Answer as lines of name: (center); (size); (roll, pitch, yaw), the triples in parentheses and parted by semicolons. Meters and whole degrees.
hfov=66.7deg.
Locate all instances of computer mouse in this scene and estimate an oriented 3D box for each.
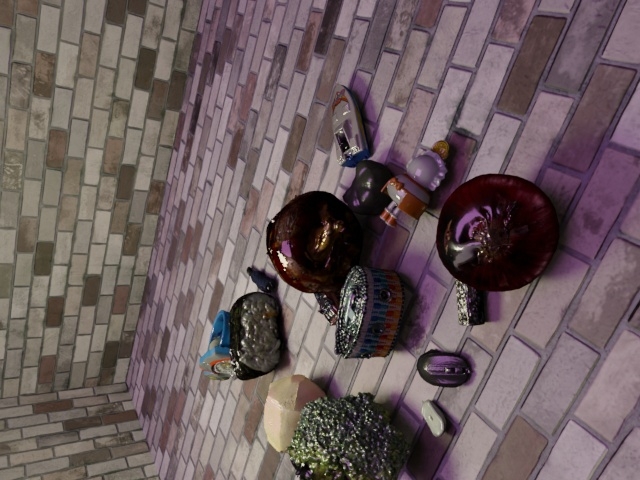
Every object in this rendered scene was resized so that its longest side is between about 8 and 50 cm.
computer mouse: (0.312, 0.481, 1.325); (0.055, 0.032, 0.110); (-66, 31, 24)
computer mouse: (0.319, 0.344, 1.301); (0.172, 0.057, 0.098); (-11, 77, 49)

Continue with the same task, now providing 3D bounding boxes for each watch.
watch: (-0.412, 0.471, 2.169); (0.305, 0.242, 0.274); (-50, 34, 42)

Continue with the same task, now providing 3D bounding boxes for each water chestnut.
water chestnut: (0.000, 0.000, 1.529); (0.347, 0.336, 0.334); (-20, 71, 56)

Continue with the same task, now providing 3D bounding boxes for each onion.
onion: (0.403, -0.023, 1.126); (0.274, 0.285, 0.272); (4, 104, 17)

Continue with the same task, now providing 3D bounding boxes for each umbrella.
umbrella: (-0.265, 0.169, 2.101); (0.248, 0.071, 0.070); (21, 104, 56)

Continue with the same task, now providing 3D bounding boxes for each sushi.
sushi: (-0.268, 0.382, 1.973); (0.171, 0.211, 0.349); (-39, 52, 50)

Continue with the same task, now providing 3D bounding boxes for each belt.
belt: (0.154, 0.225, 1.445); (0.207, 0.161, 0.294); (-152, 70, -71)

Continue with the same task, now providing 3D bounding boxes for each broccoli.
broccoli: (0.072, 0.600, 1.442); (0.317, 0.339, 0.277); (101, 178, -46)

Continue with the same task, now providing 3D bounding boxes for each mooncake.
mooncake: (0.146, -0.168, 1.538); (0.169, 0.104, 0.174); (1, 85, 59)

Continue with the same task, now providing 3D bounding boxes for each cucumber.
cucumber: (0.374, 0.070, 1.244); (0.068, 0.068, 0.293); (-15, 75, 52)

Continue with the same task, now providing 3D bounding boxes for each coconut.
coconut: (-0.091, 0.589, 1.694); (0.233, 0.233, 0.244); (10, 97, 53)

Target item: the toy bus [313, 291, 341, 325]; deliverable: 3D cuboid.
toy bus: (0.022, 0.182, 1.680); (0.073, 0.097, 0.234); (-54, 48, 37)

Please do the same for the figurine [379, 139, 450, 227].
figurine: (0.260, -0.158, 1.348); (0.143, 0.144, 0.271); (50, 126, 43)

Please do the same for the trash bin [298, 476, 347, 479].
trash bin: (-0.030, 0.869, 1.638); (0.236, 0.177, 0.101); (-60, 43, 27)

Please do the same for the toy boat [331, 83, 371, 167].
toy boat: (0.085, -0.401, 1.642); (0.129, 0.088, 0.294); (-29, 65, 49)
